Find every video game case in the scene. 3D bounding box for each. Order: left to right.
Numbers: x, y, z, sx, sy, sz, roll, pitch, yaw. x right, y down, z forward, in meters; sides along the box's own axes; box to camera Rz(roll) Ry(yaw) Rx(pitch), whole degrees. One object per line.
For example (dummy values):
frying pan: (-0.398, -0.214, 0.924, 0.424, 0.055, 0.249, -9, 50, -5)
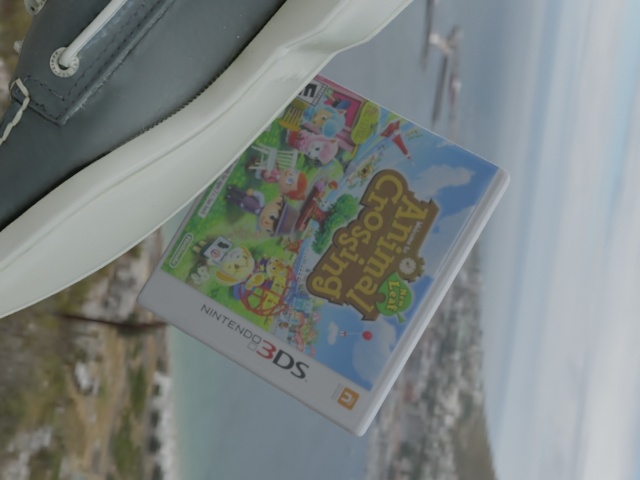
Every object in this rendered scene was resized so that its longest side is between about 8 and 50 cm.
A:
video game case: (0.000, 0.000, 0.929, 0.212, 0.193, 0.023, -59, 163, -5)

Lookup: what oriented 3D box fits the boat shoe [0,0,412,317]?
boat shoe: (-0.070, -0.079, 0.544, 0.319, 0.099, 0.116, -40, 172, 11)
